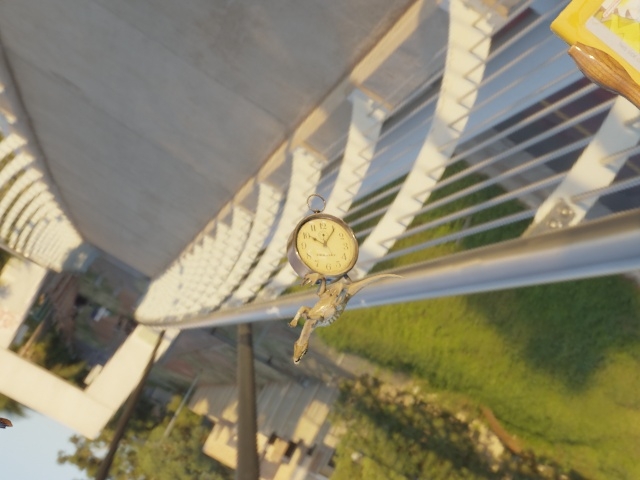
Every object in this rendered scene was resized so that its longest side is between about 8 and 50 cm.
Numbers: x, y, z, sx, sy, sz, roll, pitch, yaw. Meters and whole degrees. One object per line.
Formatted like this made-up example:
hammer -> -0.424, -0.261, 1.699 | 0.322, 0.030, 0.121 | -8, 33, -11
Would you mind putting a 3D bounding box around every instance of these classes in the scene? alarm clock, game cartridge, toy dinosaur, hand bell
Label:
alarm clock -> 0.000, 0.000, 1.312 | 0.130, 0.191, 0.064 | 3, 158, -21
game cartridge -> 0.593, -0.355, 1.134 | 0.323, 0.285, 0.053 | 46, -156, 13
toy dinosaur -> 0.017, 0.077, 0.907 | 0.053, 0.183, 0.092 | 46, 174, 35
hand bell -> 0.425, -0.180, 0.917 | 0.242, 0.126, 0.126 | 38, 163, 5

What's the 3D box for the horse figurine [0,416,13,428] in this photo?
horse figurine -> -0.528, 0.290, 0.877 | 0.174, 0.263, 0.066 | 19, 134, 65
